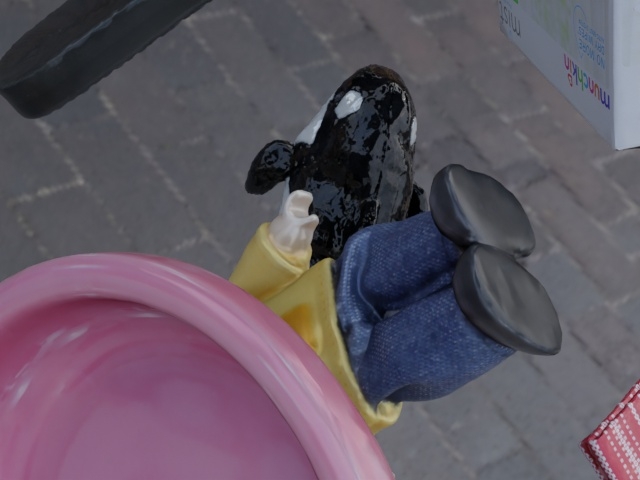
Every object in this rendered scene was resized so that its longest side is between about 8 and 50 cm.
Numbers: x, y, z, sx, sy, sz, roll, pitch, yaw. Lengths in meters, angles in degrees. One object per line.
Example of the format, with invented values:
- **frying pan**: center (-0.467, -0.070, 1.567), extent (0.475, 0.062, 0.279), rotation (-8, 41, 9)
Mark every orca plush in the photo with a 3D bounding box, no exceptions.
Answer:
- **orca plush**: center (0.000, 0.000, 1.150), extent (0.151, 0.287, 0.102), rotation (36, 4, -14)

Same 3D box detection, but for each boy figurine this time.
- **boy figurine**: center (-0.014, 0.059, 0.787), extent (0.092, 0.285, 0.177), rotation (24, 48, -48)

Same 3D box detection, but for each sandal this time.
- **sandal**: center (-0.098, -0.270, 1.165), extent (0.107, 0.446, 0.167), rotation (51, 0, -26)

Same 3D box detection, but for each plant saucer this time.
- **plant saucer**: center (-0.076, 0.170, 0.694), extent (0.084, 0.332, 0.332), rotation (-5, 52, -52)

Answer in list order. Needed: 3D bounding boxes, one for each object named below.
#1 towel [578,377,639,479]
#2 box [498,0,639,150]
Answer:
- **towel**: center (0.329, 0.183, 1.213), extent (0.275, 0.031, 0.199), rotation (-34, 94, -45)
- **box**: center (0.218, -0.223, 1.027), extent (0.127, 0.231, 0.262), rotation (-10, 29, -8)
